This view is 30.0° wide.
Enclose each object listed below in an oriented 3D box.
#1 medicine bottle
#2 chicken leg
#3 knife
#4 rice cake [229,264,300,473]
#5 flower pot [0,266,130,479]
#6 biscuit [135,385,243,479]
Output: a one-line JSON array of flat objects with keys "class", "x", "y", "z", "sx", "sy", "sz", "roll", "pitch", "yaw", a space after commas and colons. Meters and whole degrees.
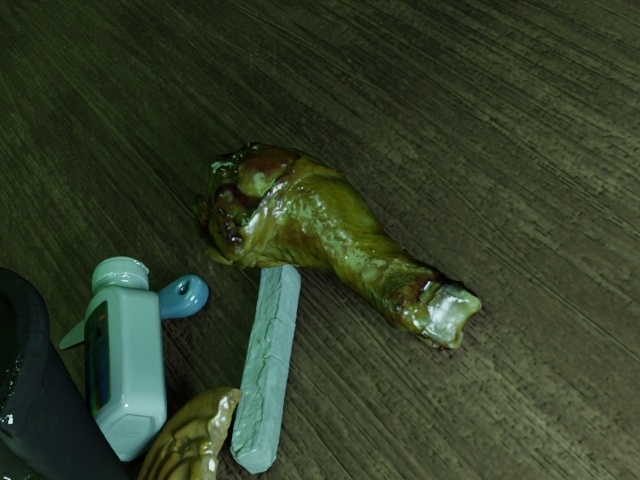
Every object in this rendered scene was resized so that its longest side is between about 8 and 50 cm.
[{"class": "medicine bottle", "x": -0.224, "y": 0.124, "z": 1.356, "sx": 0.121, "sy": 0.083, "sz": 0.228, "roll": 124, "pitch": 148, "yaw": -42}, {"class": "chicken leg", "x": -0.012, "y": -0.010, "z": 1.226, "sx": 0.361, "sy": 0.212, "sz": 0.140, "roll": 37, "pitch": 122, "yaw": 53}, {"class": "knife", "x": -0.234, "y": 0.088, "z": 1.473, "sx": 0.244, "sy": 0.032, "sz": 0.058, "roll": -17, "pitch": 51, "yaw": 34}, {"class": "rice cake", "x": -0.057, "y": 0.130, "z": 1.268, "sx": 0.042, "sy": 0.045, "sz": 0.245, "roll": -14, "pitch": 48, "yaw": 27}, {"class": "flower pot", "x": -0.350, "y": 0.235, "z": 1.173, "sx": 0.379, "sy": 0.251, "sz": 0.379, "roll": -25, "pitch": 40, "yaw": 23}, {"class": "biscuit", "x": -0.153, "y": 0.252, "z": 1.226, "sx": 0.144, "sy": 0.033, "sz": 0.224, "roll": -7, "pitch": 59, "yaw": 55}]
